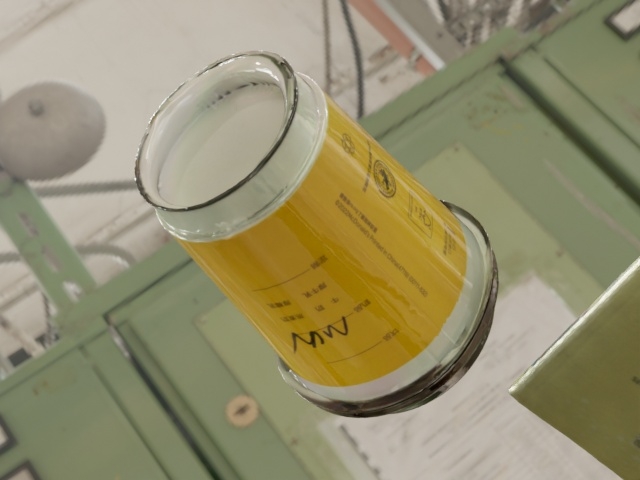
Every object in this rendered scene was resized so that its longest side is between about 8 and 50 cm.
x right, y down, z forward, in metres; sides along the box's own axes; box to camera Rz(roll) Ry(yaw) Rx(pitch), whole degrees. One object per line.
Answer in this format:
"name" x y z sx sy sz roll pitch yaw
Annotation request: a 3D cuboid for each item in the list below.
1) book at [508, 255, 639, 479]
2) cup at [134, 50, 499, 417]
"book" 0.164 0.060 0.343 0.013 0.168 0.192 -48 -8 -34
"cup" 0.000 0.000 0.801 0.196 0.196 0.280 -42 -48 3
